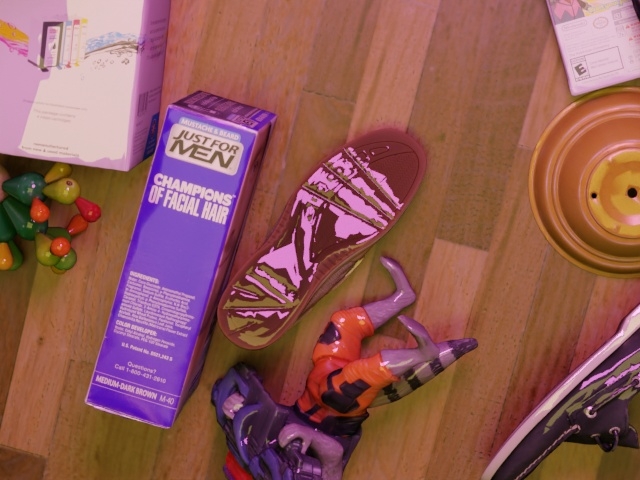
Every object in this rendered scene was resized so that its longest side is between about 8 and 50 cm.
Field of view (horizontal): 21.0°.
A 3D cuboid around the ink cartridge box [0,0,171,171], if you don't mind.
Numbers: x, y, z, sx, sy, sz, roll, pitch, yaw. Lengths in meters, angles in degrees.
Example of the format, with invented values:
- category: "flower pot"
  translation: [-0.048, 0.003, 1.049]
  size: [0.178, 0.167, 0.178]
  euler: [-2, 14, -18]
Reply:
- category: "ink cartridge box"
  translation: [-0.261, -0.208, 1.876]
  size: [0.168, 0.171, 0.233]
  euler: [8, 99, 4]

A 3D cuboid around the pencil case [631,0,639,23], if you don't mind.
- category: "pencil case"
  translation: [0.411, -0.259, 1.766]
  size: [0.183, 0.160, 0.410]
  euler: [-23, 98, -3]

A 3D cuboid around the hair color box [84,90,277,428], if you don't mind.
- category: "hair color box"
  translation: [-0.150, 0.016, 1.896]
  size: [0.110, 0.185, 0.339]
  euler: [16, 101, 2]

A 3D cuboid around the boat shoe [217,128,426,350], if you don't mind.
- category: "boat shoe"
  translation: [0.000, 0.000, 1.927]
  size: [0.109, 0.098, 0.302]
  euler: [40, 85, 5]

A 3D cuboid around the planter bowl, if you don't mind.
- category: "planter bowl"
  translation: [0.337, -0.057, 1.887]
  size: [0.217, 0.090, 0.217]
  euler: [1, 100, 5]

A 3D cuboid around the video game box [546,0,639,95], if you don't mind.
- category: "video game box"
  translation: [0.345, -0.274, 1.872]
  size: [0.205, 0.048, 0.187]
  euler: [-15, 100, 7]

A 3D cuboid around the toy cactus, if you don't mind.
- category: "toy cactus"
  translation: [-0.330, -0.043, 1.912]
  size: [0.180, 0.219, 0.112]
  euler: [43, 64, -7]

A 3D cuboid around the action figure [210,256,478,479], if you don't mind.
- category: "action figure"
  translation: [0.020, 0.213, 1.874]
  size: [0.178, 0.341, 0.330]
  euler: [30, 105, -28]

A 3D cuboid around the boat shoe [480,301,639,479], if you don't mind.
- category: "boat shoe"
  translation: [0.325, 0.176, 1.909]
  size: [0.340, 0.127, 0.113]
  euler: [-45, 81, 1]
